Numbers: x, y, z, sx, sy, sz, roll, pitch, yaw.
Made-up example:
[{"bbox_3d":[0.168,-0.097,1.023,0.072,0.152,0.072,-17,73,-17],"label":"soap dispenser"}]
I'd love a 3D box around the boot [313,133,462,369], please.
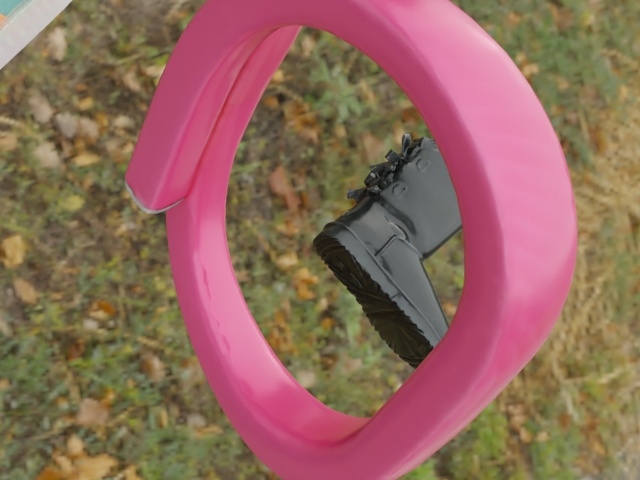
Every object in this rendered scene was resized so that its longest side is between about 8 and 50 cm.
[{"bbox_3d":[0.061,0.006,0.781,0.099,0.045,0.121,-45,102,-28],"label":"boot"}]

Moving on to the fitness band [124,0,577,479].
[{"bbox_3d":[0.000,0.000,0.594,0.054,0.291,0.209,-24,70,-34],"label":"fitness band"}]

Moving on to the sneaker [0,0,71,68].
[{"bbox_3d":[-0.338,-0.176,1.133,0.121,0.108,0.302,50,60,-21],"label":"sneaker"}]
